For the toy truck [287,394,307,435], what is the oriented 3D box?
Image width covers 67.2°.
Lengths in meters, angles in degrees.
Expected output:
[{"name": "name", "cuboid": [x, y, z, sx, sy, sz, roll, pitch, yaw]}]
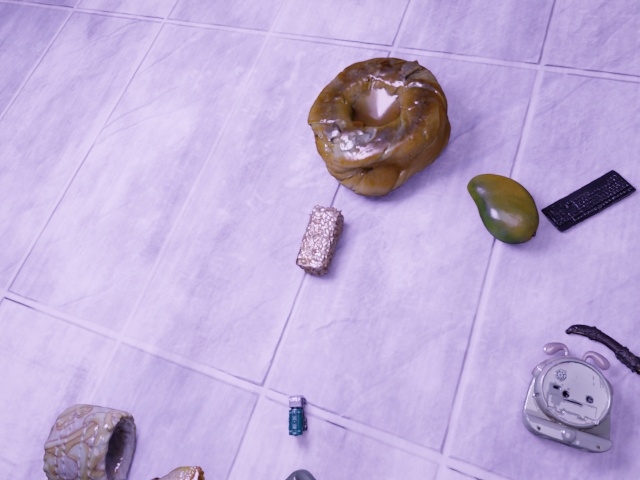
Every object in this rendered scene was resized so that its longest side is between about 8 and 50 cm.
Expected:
[{"name": "toy truck", "cuboid": [-0.051, 0.368, 1.017, 0.039, 0.044, 0.083, -5, 66, 7]}]

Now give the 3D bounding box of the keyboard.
[{"name": "keyboard", "cuboid": [0.606, -0.092, 1.090, 0.197, 0.015, 0.074, -28, 64, -1]}]

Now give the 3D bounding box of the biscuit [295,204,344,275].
[{"name": "biscuit", "cuboid": [0.000, 0.000, 1.152, 0.082, 0.070, 0.168, 9, 71, 23]}]

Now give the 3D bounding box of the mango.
[{"name": "mango", "cuboid": [0.418, -0.079, 1.087, 0.122, 0.085, 0.191, -19, 65, 7]}]

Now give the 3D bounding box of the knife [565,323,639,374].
[{"name": "knife", "cuboid": [0.600, 0.228, 0.949, 0.222, 0.021, 0.045, 33, 76, 27]}]

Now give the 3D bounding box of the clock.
[{"name": "clock", "cuboid": [0.480, 0.294, 0.924, 0.152, 0.062, 0.191, 13, 70, 17]}]

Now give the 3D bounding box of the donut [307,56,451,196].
[{"name": "donut", "cuboid": [0.143, -0.285, 1.194, 0.360, 0.170, 0.360, -7, 61, 12]}]

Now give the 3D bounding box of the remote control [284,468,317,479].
[{"name": "remote control", "cuboid": [0.027, 0.595, 0.889, 0.128, 0.065, 0.335, -42, 65, -10]}]

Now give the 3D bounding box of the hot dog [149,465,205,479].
[{"name": "hot dog", "cuboid": [-0.352, 0.557, 0.975, 0.262, 0.093, 0.123, -20, 54, -13]}]

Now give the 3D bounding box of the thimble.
[{"name": "thimble", "cuboid": [-0.489, 0.452, 1.027, 0.144, 0.137, 0.190, 2, 82, 11]}]
